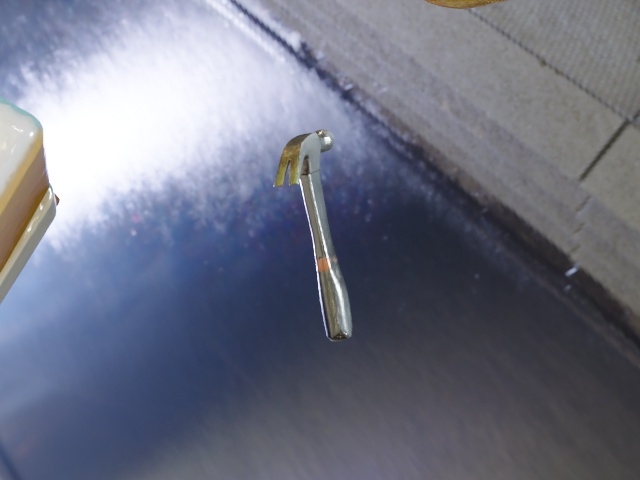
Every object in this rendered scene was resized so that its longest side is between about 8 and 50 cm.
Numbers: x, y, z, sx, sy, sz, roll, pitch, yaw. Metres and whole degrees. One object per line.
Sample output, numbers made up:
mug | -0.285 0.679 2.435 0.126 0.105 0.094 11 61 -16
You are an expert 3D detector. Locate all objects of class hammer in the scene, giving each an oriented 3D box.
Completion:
hammer | 0.000 0.000 1.470 0.037 0.137 0.290 -6 100 27

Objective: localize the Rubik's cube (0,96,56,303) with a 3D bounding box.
Rubik's cube | -0.409 0.011 0.718 0.346 0.347 0.344 29 168 -7

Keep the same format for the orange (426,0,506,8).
orange | 0.093 -0.223 0.675 0.155 0.154 0.134 59 -161 7

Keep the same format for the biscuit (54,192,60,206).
biscuit | -0.553 0.019 1.620 0.359 0.359 0.046 21 143 60
